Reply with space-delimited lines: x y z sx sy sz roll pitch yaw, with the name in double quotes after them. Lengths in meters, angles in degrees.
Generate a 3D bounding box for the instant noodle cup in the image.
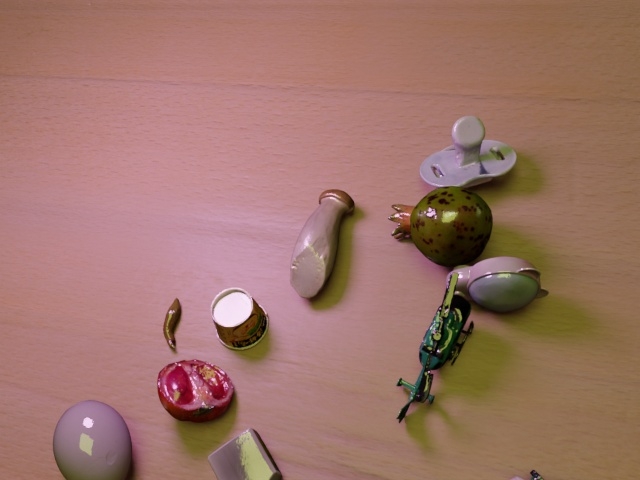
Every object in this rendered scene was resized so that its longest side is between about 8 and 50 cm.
-0.224 0.206 1.582 0.151 0.122 0.151 -3 61 6 "instant noodle cup"

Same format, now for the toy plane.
0.277 0.271 1.436 0.106 0.155 0.382 26 85 22 "toy plane"

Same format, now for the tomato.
-0.330 0.397 1.511 0.189 0.099 0.173 4 33 -32 "tomato"

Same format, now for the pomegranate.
0.308 -0.039 1.562 0.285 0.231 0.231 4 61 21 "pomegranate"

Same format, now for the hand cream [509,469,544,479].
0.357 0.628 1.266 0.336 0.076 0.121 -40 59 -5 "hand cream"

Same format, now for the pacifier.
0.415 -0.263 1.689 0.279 0.207 0.227 -16 41 1 "pacifier"

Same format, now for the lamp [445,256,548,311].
0.436 0.119 1.481 0.246 0.179 0.108 -6 53 30 "lamp"

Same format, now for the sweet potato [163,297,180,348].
-0.420 0.233 1.654 0.041 0.038 0.153 -17 57 27 "sweet potato"

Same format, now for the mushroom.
0.000 0.000 1.664 0.128 0.128 0.350 13 59 17 "mushroom"

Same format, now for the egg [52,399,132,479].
-0.552 0.509 1.436 0.176 0.176 0.232 -29 68 -7 "egg"

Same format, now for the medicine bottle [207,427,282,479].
-0.163 0.560 1.382 0.132 0.088 0.188 -32 60 -9 "medicine bottle"
